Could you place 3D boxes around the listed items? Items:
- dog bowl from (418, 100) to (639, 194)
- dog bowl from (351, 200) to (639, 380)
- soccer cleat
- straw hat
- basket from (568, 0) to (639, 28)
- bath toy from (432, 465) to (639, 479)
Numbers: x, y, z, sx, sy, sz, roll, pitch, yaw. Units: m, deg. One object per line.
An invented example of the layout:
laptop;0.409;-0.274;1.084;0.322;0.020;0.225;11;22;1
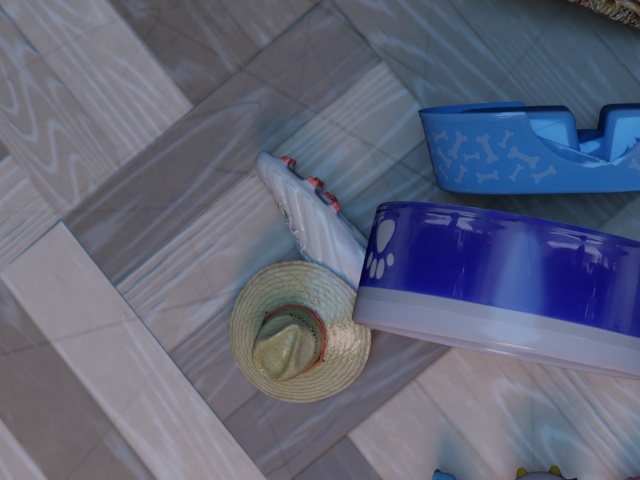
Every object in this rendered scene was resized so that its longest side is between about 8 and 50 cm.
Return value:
dog bowl;0.235;-0.084;1.385;0.297;0.166;0.074;-1;98;7
dog bowl;0.165;0.044;1.326;0.265;0.265;0.104;11;86;7
soccer cleat;0.000;0.000;1.451;0.076;0.068;0.196;-45;85;5
straw hat;-0.030;0.094;1.424;0.144;0.061;0.144;6;107;19
basket;0.295;-0.337;1.377;0.299;0.223;0.213;17;57;-11
bath toy;0.271;0.262;1.376;0.348;0.151;0.129;0;43;8
